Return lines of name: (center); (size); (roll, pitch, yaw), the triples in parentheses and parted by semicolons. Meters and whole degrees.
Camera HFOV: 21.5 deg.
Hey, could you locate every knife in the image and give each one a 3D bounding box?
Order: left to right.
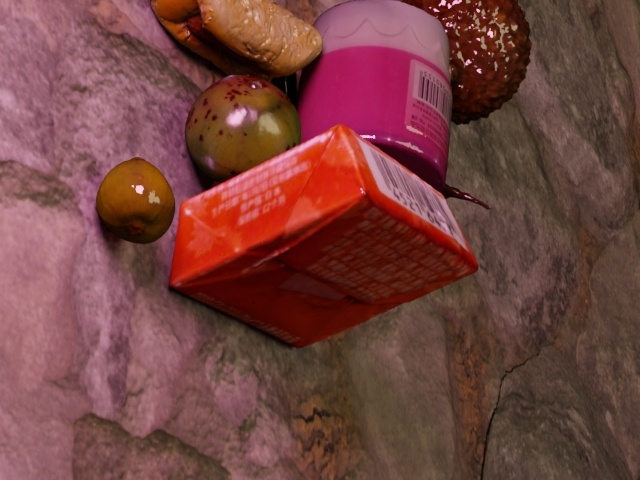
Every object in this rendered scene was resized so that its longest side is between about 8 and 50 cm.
knife: (-0.041, -0.143, 1.885); (0.031, 0.018, 0.121); (43, 44, -54)

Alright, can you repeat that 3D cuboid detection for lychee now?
lychee: (0.176, -0.246, 2.126); (0.238, 0.200, 0.200); (-68, 137, -63)

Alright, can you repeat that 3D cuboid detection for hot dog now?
hot dog: (-0.086, -0.218, 1.774); (0.242, 0.084, 0.073); (27, 60, -54)

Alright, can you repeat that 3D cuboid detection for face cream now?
face cream: (0.060, -0.147, 1.901); (0.175, 0.175, 0.195); (41, 45, -45)

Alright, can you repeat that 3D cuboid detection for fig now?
fig: (-0.172, -0.042, 1.572); (0.074, 0.074, 0.088); (45, 28, -42)

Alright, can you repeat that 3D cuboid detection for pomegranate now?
pomegranate: (-0.083, -0.106, 1.713); (0.130, 0.130, 0.130); (30, 54, -52)

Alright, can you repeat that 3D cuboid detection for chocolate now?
chocolate: (0.000, 0.000, 1.700); (0.237, 0.235, 0.108); (28, 43, -51)

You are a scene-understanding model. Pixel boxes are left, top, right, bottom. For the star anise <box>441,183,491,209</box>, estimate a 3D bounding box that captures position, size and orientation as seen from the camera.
star anise: (0.105, -0.076, 1.991); (0.140, 0.144, 0.158); (39, 48, -36)
